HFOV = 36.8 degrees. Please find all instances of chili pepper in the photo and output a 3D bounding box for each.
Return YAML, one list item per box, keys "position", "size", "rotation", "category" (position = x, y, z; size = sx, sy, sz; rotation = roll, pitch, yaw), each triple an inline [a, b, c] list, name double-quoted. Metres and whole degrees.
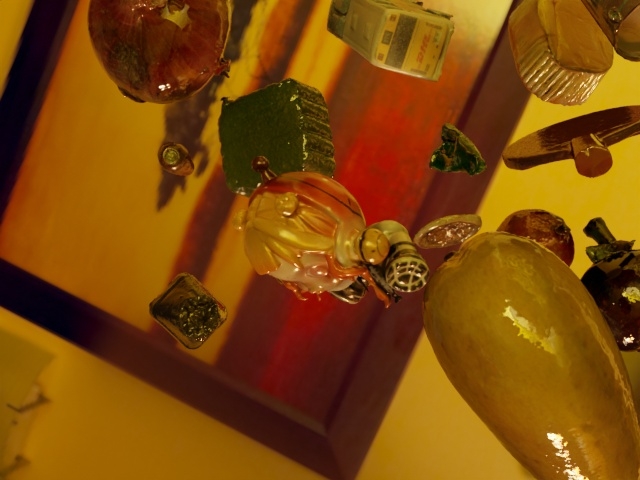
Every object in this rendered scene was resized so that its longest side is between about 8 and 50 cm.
- position: [0.301, -0.184, 2.104]
  size: [0.216, 0.062, 0.108]
  rotation: [-124, 48, -65]
  category: "chili pepper"

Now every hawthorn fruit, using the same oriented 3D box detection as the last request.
- position: [0.438, 0.010, 1.973]
  size: [0.169, 0.169, 0.188]
  rotation: [-56, 1, -33]
  category: "hawthorn fruit"

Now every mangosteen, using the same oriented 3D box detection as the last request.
- position: [0.602, 0.084, 1.929]
  size: [0.231, 0.289, 0.231]
  rotation: [-24, -18, -8]
  category: "mangosteen"

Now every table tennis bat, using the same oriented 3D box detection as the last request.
- position: [0.440, -0.169, 1.626]
  size: [0.415, 0.268, 0.051]
  rotation: [-58, -50, -73]
  category: "table tennis bat"

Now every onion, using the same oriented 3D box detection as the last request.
- position: [-0.361, -0.485, 2.210]
  size: [0.354, 0.353, 0.354]
  rotation: [-59, -15, -26]
  category: "onion"

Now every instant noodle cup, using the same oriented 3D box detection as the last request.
- position: [0.521, -0.426, 1.579]
  size: [0.217, 0.217, 0.207]
  rotation: [92, 163, -59]
  category: "instant noodle cup"

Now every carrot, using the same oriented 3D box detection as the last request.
- position: [-0.261, -0.144, 1.770]
  size: [0.161, 0.055, 0.055]
  rotation: [75, -140, -84]
  category: "carrot"

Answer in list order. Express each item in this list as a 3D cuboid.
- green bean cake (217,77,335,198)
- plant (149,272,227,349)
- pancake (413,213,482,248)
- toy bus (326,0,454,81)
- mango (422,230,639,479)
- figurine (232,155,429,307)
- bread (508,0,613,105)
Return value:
- position: [-0.105, -0.236, 2.292]
  size: [0.156, 0.250, 0.247]
  rotation: [14, -117, -58]
  category: "green bean cake"
- position: [-0.310, 0.171, 2.302]
  size: [0.142, 0.164, 0.256]
  rotation: [-49, 16, -15]
  category: "plant"
- position: [0.247, -0.018, 1.852]
  size: [0.139, 0.139, 0.022]
  rotation: [75, -178, -70]
  category: "pancake"
- position: [0.101, -0.314, 1.437]
  size: [0.342, 0.138, 0.097]
  rotation: [-120, 41, -66]
  category: "toy bus"
- position: [0.309, 0.188, 1.307]
  size: [0.220, 0.445, 0.301]
  rotation: [-36, 11, 1]
  category: "mango"
- position: [0.002, -0.004, 1.643]
  size: [0.320, 0.323, 0.196]
  rotation: [-18, 53, 55]
  category: "figurine"
- position: [0.543, -0.446, 2.205]
  size: [0.156, 0.204, 0.288]
  rotation: [126, 141, -54]
  category: "bread"
